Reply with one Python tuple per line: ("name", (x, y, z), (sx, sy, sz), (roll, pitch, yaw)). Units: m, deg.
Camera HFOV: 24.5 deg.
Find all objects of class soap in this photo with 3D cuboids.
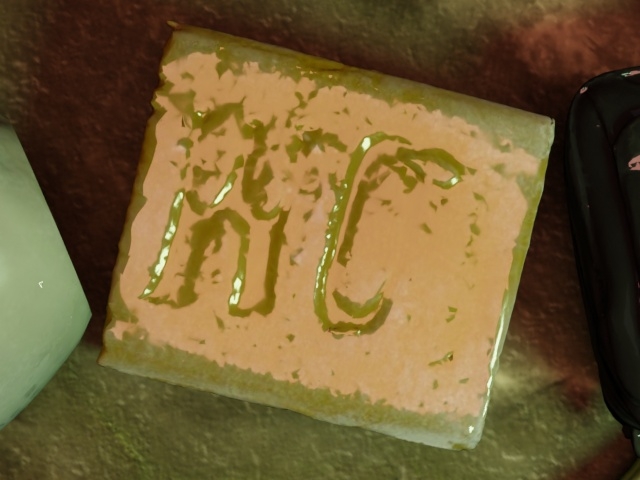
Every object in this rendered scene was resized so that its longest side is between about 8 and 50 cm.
("soap", (0.000, 0.000, 1.230), (0.335, 0.156, 0.293), (15, 86, -1))

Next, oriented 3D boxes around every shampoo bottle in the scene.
("shampoo bottle", (-0.353, 0.027, 1.146), (0.317, 0.322, 0.322), (-33, 90, -7))

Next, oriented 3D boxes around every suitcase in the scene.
("suitcase", (0.379, -0.009, 1.187), (0.345, 0.188, 0.339), (-9, 73, 9))

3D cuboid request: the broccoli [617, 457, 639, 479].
("broccoli", (0.241, 0.288, 1.250), (0.165, 0.145, 0.304), (24, 78, 38))
